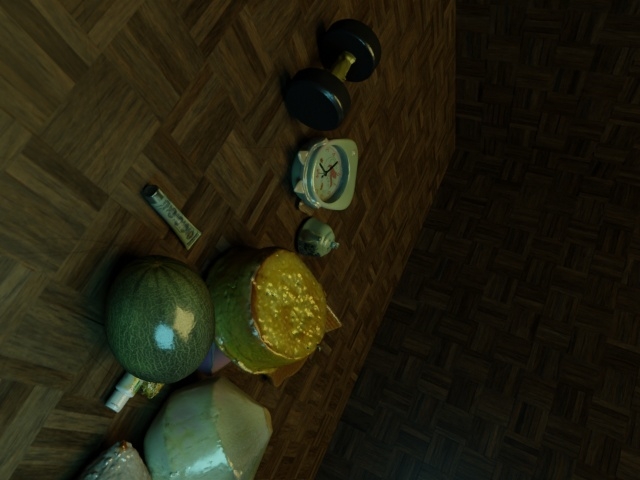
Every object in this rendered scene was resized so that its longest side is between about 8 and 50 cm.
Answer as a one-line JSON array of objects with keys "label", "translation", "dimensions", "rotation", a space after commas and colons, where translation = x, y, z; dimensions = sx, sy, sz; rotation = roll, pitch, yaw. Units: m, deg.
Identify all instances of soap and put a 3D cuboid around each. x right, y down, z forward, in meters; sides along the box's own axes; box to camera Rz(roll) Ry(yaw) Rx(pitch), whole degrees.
[{"label": "soap", "translation": [-0.290, 0.299, 1.461], "dimensions": [0.259, 0.081, 0.180], "rotation": [-23, 126, -58]}]

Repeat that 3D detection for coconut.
[{"label": "coconut", "translation": [-0.309, 0.568, 1.302], "dimensions": [0.352, 0.353, 0.352], "rotation": [-45, 145, -45]}]

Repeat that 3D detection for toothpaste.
[{"label": "toothpaste", "translation": [-0.359, -0.054, 1.116], "dimensions": [0.062, 0.039, 0.239], "rotation": [-58, 155, -20]}, {"label": "toothpaste", "translation": [-0.439, 0.294, 1.179], "dimensions": [0.056, 0.058, 0.314], "rotation": [41, 55, -17]}]

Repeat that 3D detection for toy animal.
[{"label": "toy animal", "translation": [-0.522, 0.665, 1.092], "dimensions": [0.227, 0.189, 0.357], "rotation": [0, 97, -60]}]

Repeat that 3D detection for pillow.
[{"label": "pillow", "translation": [-0.028, -0.204, 1.724], "dimensions": [0.135, 0.034, 0.211], "rotation": [27, 81, -63]}]

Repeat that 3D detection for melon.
[{"label": "melon", "translation": [-0.362, 0.178, 1.031], "dimensions": [0.237, 0.238, 0.301], "rotation": [-39, 137, -51]}]

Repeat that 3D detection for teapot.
[{"label": "teapot", "translation": [0.000, 0.000, 1.788], "dimensions": [0.232, 0.159, 0.158], "rotation": [19, 89, -66]}]

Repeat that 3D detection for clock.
[{"label": "clock", "translation": [0.006, -0.245, 1.626], "dimensions": [0.324, 0.109, 0.264], "rotation": [-6, 107, -52]}]

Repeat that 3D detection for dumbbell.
[{"label": "dumbbell", "translation": [0.045, -0.527, 1.443], "dimensions": [0.322, 0.204, 0.203], "rotation": [-61, 154, -24]}]

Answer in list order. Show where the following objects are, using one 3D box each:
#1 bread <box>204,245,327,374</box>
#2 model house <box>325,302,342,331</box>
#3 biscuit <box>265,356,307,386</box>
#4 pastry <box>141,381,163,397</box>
[{"label": "bread", "translation": [-0.165, 0.198, 1.359], "dimensions": [0.398, 0.216, 0.397], "rotation": [24, 57, -45]}, {"label": "model house", "translation": [-0.081, 0.276, 1.622], "dimensions": [0.237, 0.238, 0.202], "rotation": [-52, 124, -37]}, {"label": "biscuit", "translation": [-0.133, 0.408, 1.892], "dimensions": [0.365, 0.062, 0.384], "rotation": [-32, 132, -53]}, {"label": "pastry", "translation": [-0.433, 0.353, 1.230], "dimensions": [0.140, 0.056, 0.079], "rotation": [-57, 160, -43]}]
